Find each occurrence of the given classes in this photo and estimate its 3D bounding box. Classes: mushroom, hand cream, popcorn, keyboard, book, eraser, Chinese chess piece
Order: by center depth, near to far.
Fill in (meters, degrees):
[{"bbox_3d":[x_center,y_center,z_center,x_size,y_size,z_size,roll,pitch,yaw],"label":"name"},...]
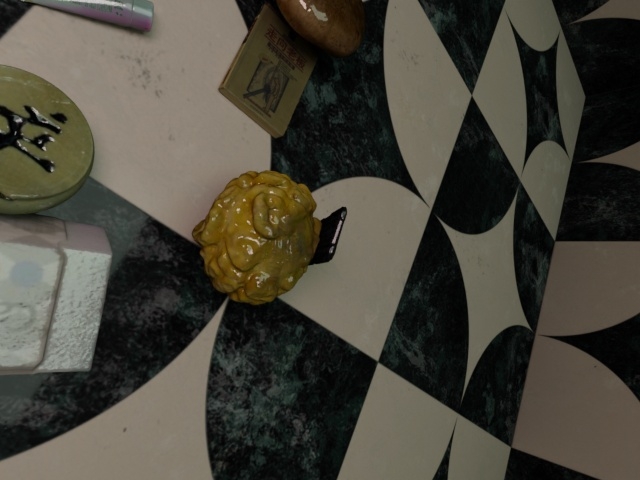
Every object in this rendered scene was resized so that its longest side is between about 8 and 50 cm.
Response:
[{"bbox_3d":[-0.471,0.048,0.466,0.397,0.082,0.212,14,81,-42],"label":"eraser"},{"bbox_3d":[-0.394,-0.127,0.516,0.189,0.083,0.188,15,68,-43],"label":"Chinese chess piece"},{"bbox_3d":[-0.348,-0.369,0.612,0.175,0.047,0.076,3,88,-34],"label":"hand cream"},{"bbox_3d":[-0.113,-0.006,0.733,0.250,0.190,0.249,-11,104,-53],"label":"popcorn"},{"bbox_3d":[-0.001,0.000,0.793,0.016,0.262,0.106,18,81,-10],"label":"keyboard"},{"bbox_3d":[-0.006,-0.506,0.838,0.278,0.146,0.277,29,49,-39],"label":"mushroom"},{"bbox_3d":[-0.099,-0.352,0.846,0.161,0.027,0.230,34,67,-37],"label":"book"}]
